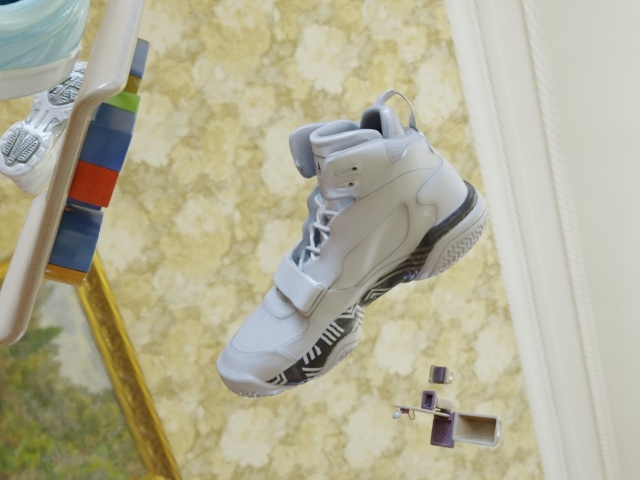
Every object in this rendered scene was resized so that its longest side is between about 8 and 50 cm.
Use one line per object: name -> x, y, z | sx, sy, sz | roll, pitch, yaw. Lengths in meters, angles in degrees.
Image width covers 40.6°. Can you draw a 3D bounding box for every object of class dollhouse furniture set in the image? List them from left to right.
dollhouse furniture set -> 0.138, 0.178, 0.939 | 0.114, 0.081, 0.091 | -8, -112, 54

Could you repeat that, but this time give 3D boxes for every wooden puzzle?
wooden puzzle -> -0.268, -0.091, 0.994 | 0.347, 0.081, 0.322 | -59, -158, 28

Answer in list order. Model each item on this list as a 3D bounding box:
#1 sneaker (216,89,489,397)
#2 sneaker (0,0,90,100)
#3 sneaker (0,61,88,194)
sneaker -> 0.000, 0.000, 0.961 | 0.210, 0.366, 0.137 | 55, -5, -29
sneaker -> -0.321, -0.163, 0.608 | 0.135, 0.366, 0.150 | 43, -47, 12
sneaker -> -0.389, -0.167, 1.290 | 0.090, 0.232, 0.115 | 32, -21, 12
